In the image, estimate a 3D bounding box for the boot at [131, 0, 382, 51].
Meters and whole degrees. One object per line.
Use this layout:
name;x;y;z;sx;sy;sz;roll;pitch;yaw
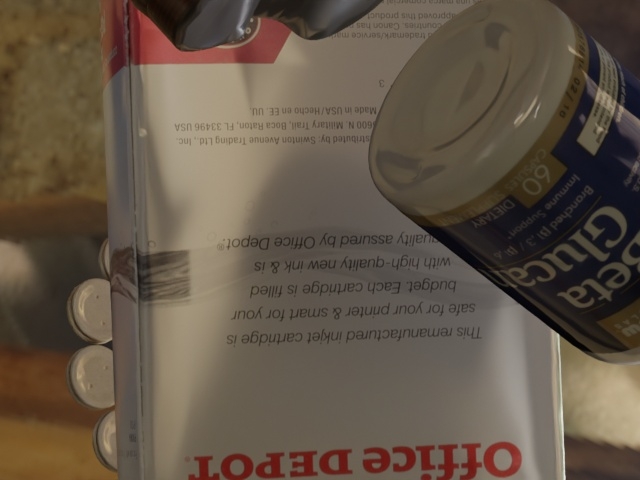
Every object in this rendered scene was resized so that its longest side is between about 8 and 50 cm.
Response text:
boot;-0.038;-0.106;0.533;0.114;0.037;0.106;49;-145;20

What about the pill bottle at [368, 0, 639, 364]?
pill bottle;0.107;-0.010;0.722;0.169;0.094;0.094;36;-157;-29

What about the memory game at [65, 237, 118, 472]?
memory game;-0.071;0.072;1.106;0.186;0.012;0.186;13;-112;-37

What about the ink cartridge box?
ink cartridge box;0.000;0.000;0.928;0.207;0.283;0.117;-1;175;-13
